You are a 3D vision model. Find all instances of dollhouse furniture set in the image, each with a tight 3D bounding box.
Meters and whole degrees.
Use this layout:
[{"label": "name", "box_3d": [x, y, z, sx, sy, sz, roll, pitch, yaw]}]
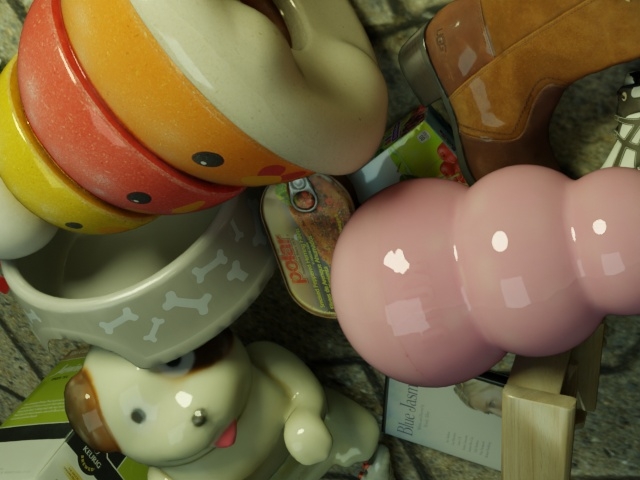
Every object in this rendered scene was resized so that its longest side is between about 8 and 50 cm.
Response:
[{"label": "dollhouse furniture set", "box_3d": [0.406, 0.167, 0.814, 0.394, 0.256, 0.362, 9, 128, 23]}]

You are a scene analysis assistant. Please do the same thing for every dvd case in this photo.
[{"label": "dvd case", "box_3d": [0.211, 0.247, 1.141, 0.252, 0.022, 0.180, 15, 130, 19]}]

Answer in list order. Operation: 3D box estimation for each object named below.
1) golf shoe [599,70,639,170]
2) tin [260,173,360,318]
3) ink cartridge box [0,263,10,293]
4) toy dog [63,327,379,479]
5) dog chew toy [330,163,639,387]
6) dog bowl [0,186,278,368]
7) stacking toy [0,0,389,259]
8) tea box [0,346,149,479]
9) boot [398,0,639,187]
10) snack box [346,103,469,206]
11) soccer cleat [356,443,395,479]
[{"label": "golf shoe", "box_3d": [0.320, -0.116, 0.783, 0.094, 0.077, 0.198, 56, 141, 16]}, {"label": "tin", "box_3d": [0.000, 0.000, 0.892, 0.106, 0.040, 0.190, -11, 116, 13]}, {"label": "ink cartridge box", "box_3d": [-0.563, -0.034, 1.304, 0.231, 0.078, 0.134, 41, 133, -5]}, {"label": "toy dog", "box_3d": [-0.143, 0.211, 1.077, 0.395, 0.284, 0.408, 49, 178, 31]}, {"label": "dog chew toy", "box_3d": [0.176, 0.023, 0.748, 0.331, 0.207, 0.207, -14, 117, 32]}, {"label": "dog bowl", "box_3d": [-0.219, -0.016, 0.959, 0.348, 0.349, 0.102, 5, 144, 25]}, {"label": "stacking toy", "box_3d": [-0.204, -0.119, 0.807, 0.479, 0.351, 0.351, -33, 105, 28]}, {"label": "tea box", "box_3d": [-0.358, 0.397, 1.356, 0.219, 0.323, 0.329, -12, 117, 34]}, {"label": "boot", "box_3d": [0.237, -0.149, 0.748, 0.280, 0.096, 0.264, -26, 97, 54]}, {"label": "snack box", "box_3d": [0.094, -0.026, 0.921, 0.207, 0.070, 0.174, -37, 108, 27]}, {"label": "soccer cleat", "box_3d": [0.097, 0.387, 1.285, 0.076, 0.068, 0.196, 19, 138, 8]}]
